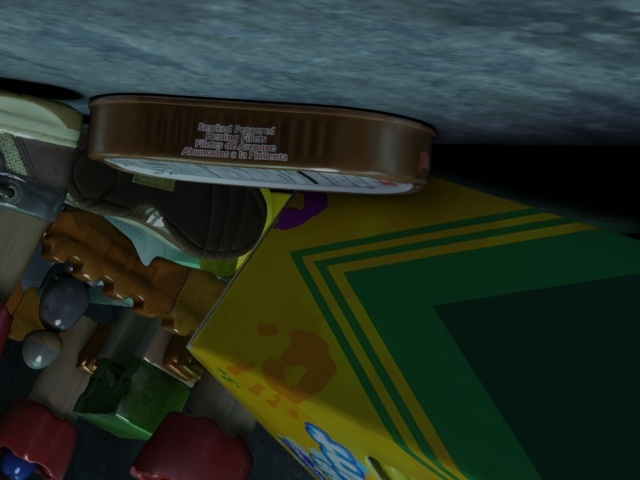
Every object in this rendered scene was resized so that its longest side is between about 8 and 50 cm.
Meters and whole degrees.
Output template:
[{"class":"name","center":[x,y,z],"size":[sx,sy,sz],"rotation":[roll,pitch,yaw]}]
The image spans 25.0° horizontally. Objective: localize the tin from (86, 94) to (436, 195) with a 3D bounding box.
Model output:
[{"class":"tin","center":[-0.033,-0.050,0.777],"size":[0.189,0.040,0.106],"rotation":[5,180,11]}]

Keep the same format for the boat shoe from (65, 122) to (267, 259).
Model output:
[{"class":"boat shoe","center":[-0.112,-0.038,0.915],"size":[0.072,0.068,0.190],"rotation":[18,175,40]}]

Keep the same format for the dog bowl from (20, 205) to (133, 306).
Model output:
[{"class":"dog bowl","center":[-0.338,0.016,1.619],"size":[0.348,0.102,0.349],"rotation":[5,177,0]}]

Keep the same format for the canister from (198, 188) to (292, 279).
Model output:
[{"class":"canister","center":[0.000,0.000,1.156],"size":[0.169,0.073,0.126],"rotation":[6,176,-20]}]

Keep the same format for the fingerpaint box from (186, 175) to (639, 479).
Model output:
[{"class":"fingerpaint box","center":[0.186,0.172,0.877],"size":[0.371,0.163,0.445],"rotation":[21,159,39]}]

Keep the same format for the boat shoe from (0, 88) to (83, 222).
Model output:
[{"class":"boat shoe","center":[-0.237,-0.051,0.743],"size":[0.223,0.073,0.080],"rotation":[6,176,-10]}]

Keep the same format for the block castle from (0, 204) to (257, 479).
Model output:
[{"class":"block castle","center":[-0.256,0.103,1.179],"size":[0.303,0.213,0.453],"rotation":[34,161,-23]}]

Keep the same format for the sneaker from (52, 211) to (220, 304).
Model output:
[{"class":"sneaker","center":[-0.191,0.009,1.364],"size":[0.151,0.094,0.256],"rotation":[2,169,-28]}]
